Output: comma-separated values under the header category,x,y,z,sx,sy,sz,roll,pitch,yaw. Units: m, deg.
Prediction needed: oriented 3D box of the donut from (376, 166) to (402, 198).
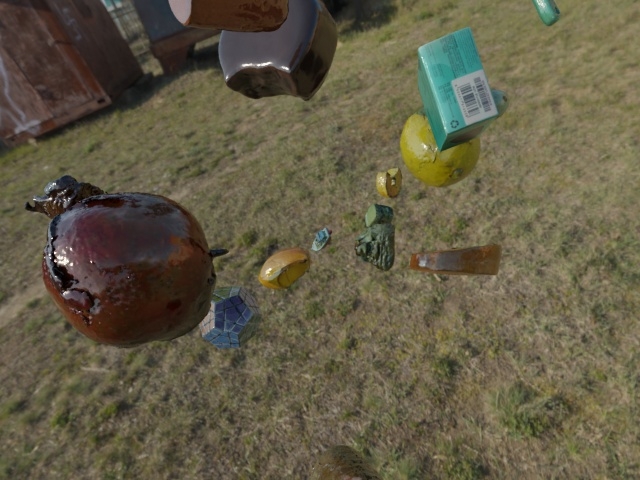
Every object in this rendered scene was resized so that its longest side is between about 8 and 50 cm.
category,x,y,z,sx,sy,sz,roll,pitch,yaw
donut,0.328,-0.269,1.979,0.078,0.146,0.181,5,21,33

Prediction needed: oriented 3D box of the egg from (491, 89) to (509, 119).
category,x,y,z,sx,sy,sz,roll,pitch,yaw
egg,0.478,-0.379,1.164,0.110,0.085,0.085,-20,33,-14

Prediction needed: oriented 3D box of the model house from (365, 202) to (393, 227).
category,x,y,z,sx,sy,sz,roll,pitch,yaw
model house,0.192,-0.076,1.297,0.083,0.079,0.066,6,56,-17

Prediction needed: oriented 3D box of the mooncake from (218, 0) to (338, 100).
category,x,y,z,sx,sy,sz,roll,pitch,yaw
mooncake,-0.109,-0.512,1.128,0.325,0.174,0.334,-25,70,20

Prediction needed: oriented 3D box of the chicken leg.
category,x,y,z,sx,sy,sz,roll,pitch,yaw
chicken leg,-0.555,-0.029,0.939,0.177,0.323,0.083,8,53,-5

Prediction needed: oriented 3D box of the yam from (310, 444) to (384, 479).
category,x,y,z,sx,sy,sz,roll,pitch,yaw
yam,0.058,0.430,0.678,0.129,0.128,0.238,-52,6,-12

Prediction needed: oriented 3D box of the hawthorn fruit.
category,x,y,z,sx,sy,sz,roll,pitch,yaw
hawthorn fruit,-0.342,0.061,0.770,0.315,0.316,0.316,-15,34,10

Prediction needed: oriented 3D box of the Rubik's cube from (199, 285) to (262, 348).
category,x,y,z,sx,sy,sz,roll,pitch,yaw
Rubik's cube,-0.452,0.379,2.067,0.318,0.319,0.264,-10,44,18

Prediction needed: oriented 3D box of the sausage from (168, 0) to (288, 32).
category,x,y,z,sx,sy,sz,roll,pitch,yaw
sausage,-0.168,-0.477,0.824,0.113,0.114,0.259,12,24,40

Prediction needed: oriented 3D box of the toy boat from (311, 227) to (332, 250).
category,x,y,z,sx,sy,sz,roll,pitch,yaw
toy boat,0.000,0.000,2.082,0.058,0.173,0.069,-5,62,-30

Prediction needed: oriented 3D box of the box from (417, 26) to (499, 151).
category,x,y,z,sx,sy,sz,roll,pitch,yaw
box,0.319,-0.344,1.005,0.118,0.205,0.311,-17,0,14

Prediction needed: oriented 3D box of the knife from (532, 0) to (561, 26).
category,x,y,z,sx,sy,sz,roll,pitch,yaw
knife,0.482,-0.619,0.965,0.063,0.260,0.034,-32,1,-37

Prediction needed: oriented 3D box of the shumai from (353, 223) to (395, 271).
category,x,y,z,sx,sy,sz,roll,pitch,yaw
shumai,0.268,0.026,2.066,0.218,0.256,0.189,-1,2,-1

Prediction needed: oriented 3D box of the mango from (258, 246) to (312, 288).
category,x,y,z,sx,sy,sz,roll,pitch,yaw
mango,-0.148,0.119,1.744,0.252,0.154,0.126,-26,5,14

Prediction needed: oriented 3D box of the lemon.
category,x,y,z,sx,sy,sz,roll,pitch,yaw
lemon,0.387,-0.315,1.360,0.260,0.284,0.260,-16,-10,-3

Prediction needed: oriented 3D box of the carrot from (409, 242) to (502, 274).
category,x,y,z,sx,sy,sz,roll,pitch,yaw
carrot,0.415,0.060,1.284,0.307,0.100,0.258,4,-8,-36
